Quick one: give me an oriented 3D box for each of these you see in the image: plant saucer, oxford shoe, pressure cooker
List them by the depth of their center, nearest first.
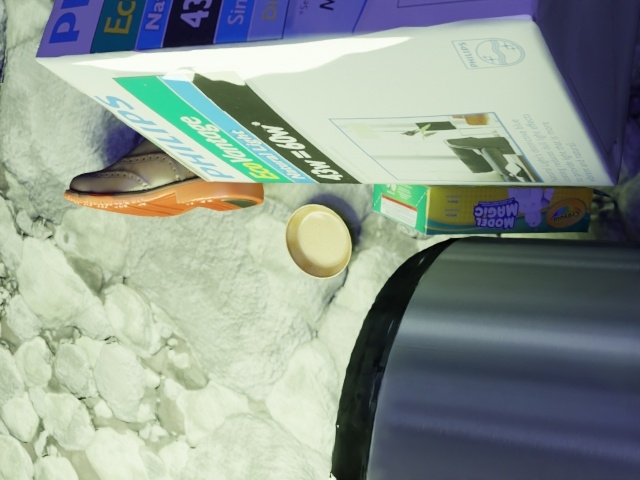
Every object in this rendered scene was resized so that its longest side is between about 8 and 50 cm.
[{"bbox_3d":[0.259,0.176,0.652,0.421,0.370,0.375,2,104,30],"label":"pressure cooker"},{"bbox_3d":[0.000,0.000,0.966,0.083,0.015,0.083,9,109,28],"label":"plant saucer"},{"bbox_3d":[-0.180,-0.081,1.019,0.271,0.097,0.098,-3,83,27],"label":"oxford shoe"}]

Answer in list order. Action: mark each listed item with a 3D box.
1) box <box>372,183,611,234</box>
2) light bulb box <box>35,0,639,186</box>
[{"bbox_3d":[0.146,-0.035,0.758,0.105,0.179,0.043,-147,57,-65],"label":"box"},{"bbox_3d":[0.038,-0.240,0.658,0.361,0.225,0.357,2,71,30],"label":"light bulb box"}]
